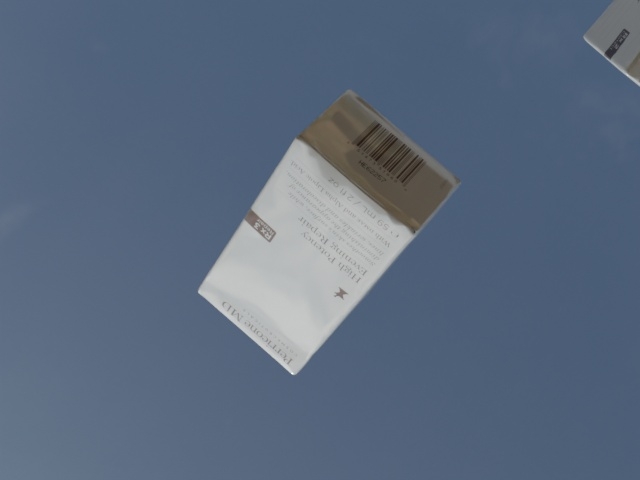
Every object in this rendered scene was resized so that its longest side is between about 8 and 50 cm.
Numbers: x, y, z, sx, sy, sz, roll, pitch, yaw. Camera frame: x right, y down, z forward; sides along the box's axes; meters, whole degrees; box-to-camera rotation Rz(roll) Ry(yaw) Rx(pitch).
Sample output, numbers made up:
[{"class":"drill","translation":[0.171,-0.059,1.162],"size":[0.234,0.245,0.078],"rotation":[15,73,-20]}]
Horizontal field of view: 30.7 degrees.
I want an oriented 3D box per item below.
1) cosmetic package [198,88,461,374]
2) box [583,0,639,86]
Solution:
[{"class":"cosmetic package","translation":[0.000,0.000,0.933],"size":[0.117,0.231,0.085],"rotation":[40,-133,5]},{"class":"box","translation":[0.379,-0.194,1.070],"size":[0.182,0.119,0.181],"rotation":[31,-72,-22]}]
